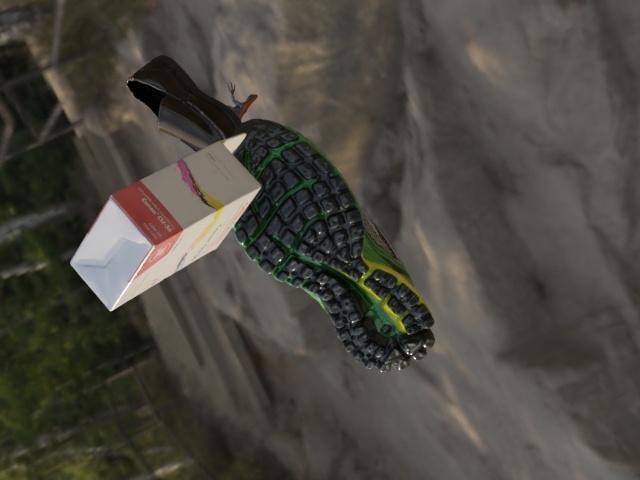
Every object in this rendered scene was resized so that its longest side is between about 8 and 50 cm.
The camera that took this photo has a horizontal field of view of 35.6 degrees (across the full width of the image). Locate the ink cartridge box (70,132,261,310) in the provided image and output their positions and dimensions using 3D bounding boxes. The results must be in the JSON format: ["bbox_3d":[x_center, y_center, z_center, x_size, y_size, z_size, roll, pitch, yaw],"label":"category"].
[{"bbox_3d":[-0.137,-0.024,0.981,0.067,0.198,0.115,48,133,7],"label":"ink cartridge box"}]

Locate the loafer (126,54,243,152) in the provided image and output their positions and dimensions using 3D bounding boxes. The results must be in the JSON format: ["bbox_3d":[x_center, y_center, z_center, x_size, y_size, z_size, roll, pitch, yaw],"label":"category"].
[{"bbox_3d":[-0.176,-0.153,1.300,0.220,0.078,0.080,42,141,26],"label":"loafer"}]

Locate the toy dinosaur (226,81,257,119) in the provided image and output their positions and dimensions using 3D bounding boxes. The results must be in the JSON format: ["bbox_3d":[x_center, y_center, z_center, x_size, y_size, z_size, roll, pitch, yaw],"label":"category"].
[{"bbox_3d":[-0.123,-0.187,1.484,0.090,0.082,0.047,64,165,10],"label":"toy dinosaur"}]

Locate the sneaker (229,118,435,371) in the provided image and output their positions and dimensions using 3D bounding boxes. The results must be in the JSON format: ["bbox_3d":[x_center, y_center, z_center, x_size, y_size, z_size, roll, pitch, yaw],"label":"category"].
[{"bbox_3d":[0.000,0.000,1.152,0.343,0.134,0.146,55,-172,-27],"label":"sneaker"}]
